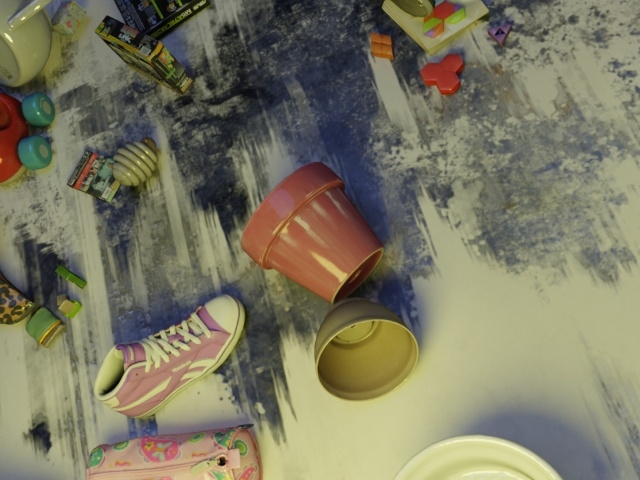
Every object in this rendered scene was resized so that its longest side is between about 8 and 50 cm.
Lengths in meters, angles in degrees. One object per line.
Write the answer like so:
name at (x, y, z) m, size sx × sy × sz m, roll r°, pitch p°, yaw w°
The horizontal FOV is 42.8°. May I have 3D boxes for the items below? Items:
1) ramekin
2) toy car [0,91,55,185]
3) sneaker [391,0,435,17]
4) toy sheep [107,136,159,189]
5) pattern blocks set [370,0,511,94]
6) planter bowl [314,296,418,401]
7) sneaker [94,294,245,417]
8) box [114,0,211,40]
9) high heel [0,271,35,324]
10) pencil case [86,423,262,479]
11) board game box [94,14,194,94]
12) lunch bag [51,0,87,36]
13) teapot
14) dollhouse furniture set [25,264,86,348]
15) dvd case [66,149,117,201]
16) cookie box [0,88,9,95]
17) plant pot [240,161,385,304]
ramekin at (0.225, 0.414, 1.114) m, size 0.277 × 0.135 × 0.277 m, roll -8°, pitch 66°, yaw 18°
toy car at (-0.720, -0.248, 1.707) m, size 0.219 × 0.238 × 0.210 m, roll -13°, pitch 64°, yaw 16°
sneaker at (0.165, -0.513, 1.541) m, size 0.118 × 0.083 × 0.222 m, roll -42°, pitch 55°, yaw -2°
toy sheep at (-0.372, -0.151, 1.621) m, size 0.091 × 0.091 × 0.132 m, roll 26°, pitch 75°, yaw 28°
pattern blocks set at (0.217, -0.444, 1.555) m, size 0.285 × 0.026 × 0.325 m, roll -45°, pitch 59°, yaw -2°
planter bowl at (0.062, 0.157, 1.290) m, size 0.162 × 0.162 × 0.109 m, roll -30°, pitch 34°, yaw 6°
sneaker at (-0.258, 0.186, 1.386) m, size 0.282 × 0.161 × 0.102 m, roll -45°, pitch 58°, yaw -4°
box at (-0.358, -0.540, 1.808) m, size 0.184 × 0.045 × 0.190 m, roll -33°, pitch 59°, yaw 2°
high heel at (-0.640, 0.042, 1.632) m, size 0.186 × 0.093 × 0.261 m, roll -7°, pitch 77°, yaw 20°
pencil case at (-0.236, 0.370, 1.320) m, size 0.284 × 0.124 × 0.124 m, roll -11°, pitch 64°, yaw 17°
board game box at (-0.361, -0.381, 1.682) m, size 0.170 × 0.141 × 0.048 m, roll 31°, pitch 83°, yaw 29°
lunch bag at (-0.583, -0.509, 1.874) m, size 0.083 × 0.053 × 0.071 m, roll 13°, pitch 73°, yaw 45°
teapot at (-0.689, -0.481, 1.814) m, size 0.256 × 0.252 × 0.187 m, roll 25°, pitch 57°, yaw 12°
dollhouse furniture set at (-0.516, 0.127, 1.568) m, size 0.076 × 0.058 × 0.151 m, roll 32°, pitch 82°, yaw 30°
dvd case at (-0.460, -0.134, 1.687) m, size 0.119 × 0.013 × 0.087 m, roll 19°, pitch 76°, yaw 28°
cookie box at (-0.776, -0.336, 1.842) m, size 0.092 × 0.107 × 0.040 m, roll 1°, pitch 68°, yaw 22°
plant pot at (0.000, 0.000, 1.361) m, size 0.180 × 0.201 × 0.201 m, roll 42°, pitch 87°, yaw 14°
